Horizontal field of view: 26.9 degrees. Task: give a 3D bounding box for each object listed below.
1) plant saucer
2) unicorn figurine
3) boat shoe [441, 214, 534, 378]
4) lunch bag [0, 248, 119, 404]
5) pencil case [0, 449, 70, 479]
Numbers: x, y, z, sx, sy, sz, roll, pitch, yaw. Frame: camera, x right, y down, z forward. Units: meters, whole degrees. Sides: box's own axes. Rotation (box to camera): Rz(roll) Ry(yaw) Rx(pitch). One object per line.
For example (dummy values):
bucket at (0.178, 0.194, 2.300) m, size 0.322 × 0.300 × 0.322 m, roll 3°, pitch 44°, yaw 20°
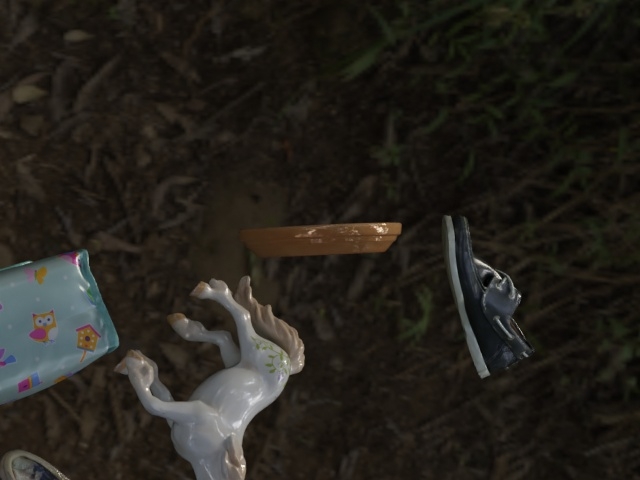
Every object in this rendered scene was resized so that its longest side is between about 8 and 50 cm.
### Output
plant saucer at (0.000, 0.000, 1.635) m, size 0.200 × 0.200 × 0.037 m, roll -2°, pitch 89°, yaw -44°
unicorn figurine at (-0.066, 0.097, 0.778) m, size 0.111 × 0.060 × 0.162 m, roll 45°, pitch 69°, yaw -1°
boat shoe at (0.190, 0.057, 1.548) m, size 0.084 × 0.079 × 0.233 m, roll -96°, pitch 167°, yaw -53°
lunch bag at (-0.401, 0.119, 1.621) m, size 0.223 × 0.262 × 0.160 m, roll -19°, pitch 89°, yaw -32°
pencil case at (-0.396, 0.383, 1.363) m, size 0.410 × 0.183 × 0.160 m, roll -40°, pitch 101°, yaw 5°
